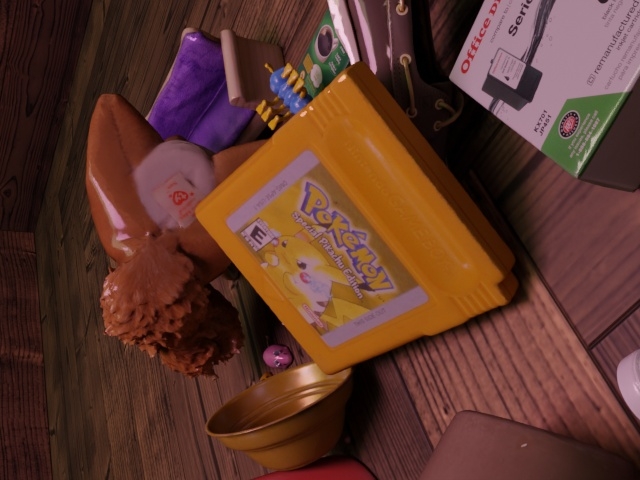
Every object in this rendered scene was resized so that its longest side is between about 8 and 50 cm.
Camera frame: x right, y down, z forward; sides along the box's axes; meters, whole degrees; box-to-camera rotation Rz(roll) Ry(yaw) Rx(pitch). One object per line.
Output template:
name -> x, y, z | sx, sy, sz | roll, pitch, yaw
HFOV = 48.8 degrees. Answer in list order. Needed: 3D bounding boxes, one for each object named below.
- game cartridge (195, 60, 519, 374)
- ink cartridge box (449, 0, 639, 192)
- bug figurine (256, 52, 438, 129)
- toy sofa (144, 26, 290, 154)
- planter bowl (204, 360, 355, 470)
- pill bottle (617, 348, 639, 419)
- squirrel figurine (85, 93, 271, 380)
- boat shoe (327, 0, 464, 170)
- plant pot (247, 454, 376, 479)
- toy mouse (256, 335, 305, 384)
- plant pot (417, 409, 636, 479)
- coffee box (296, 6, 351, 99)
game cartridge -> 0.025, 0.001, 0.801 | 0.285, 0.053, 0.324 | 51, 138, -5
ink cartridge box -> 0.226, -0.163, 0.630 | 0.208, 0.087, 0.153 | 56, 131, 48
bug figurine -> 0.041, -0.224, 0.912 | 0.279, 0.072, 0.216 | -46, 69, 33
toy sofa -> -0.212, -0.208, 1.288 | 0.362, 0.177, 0.150 | -42, 51, 48
planter bowl -> -0.037, 0.244, 0.946 | 0.217, 0.217, 0.090 | -14, 101, 58
pill bottle -> 0.289, 0.078, 0.494 | 0.152, 0.086, 0.086 | -51, 45, 44
squirrel figurine -> -0.235, 0.020, 1.153 | 0.370, 0.281, 0.397 | 124, 154, -71
boat shoe -> 0.098, -0.165, 0.771 | 0.097, 0.116, 0.324 | -11, 102, 29
plant pot -> -0.063, 0.421, 0.885 | 0.275, 0.243, 0.275 | -13, 75, 57
toy mouse -> -0.068, 0.219, 1.125 | 0.143, 0.031, 0.161 | -38, 54, 51
plant pot -> 0.154, 0.271, 0.577 | 0.263, 0.263, 0.229 | -5, 63, 59
coffee box -> 0.025, -0.268, 1.029 | 0.184, 0.040, 0.113 | -58, 41, 38
